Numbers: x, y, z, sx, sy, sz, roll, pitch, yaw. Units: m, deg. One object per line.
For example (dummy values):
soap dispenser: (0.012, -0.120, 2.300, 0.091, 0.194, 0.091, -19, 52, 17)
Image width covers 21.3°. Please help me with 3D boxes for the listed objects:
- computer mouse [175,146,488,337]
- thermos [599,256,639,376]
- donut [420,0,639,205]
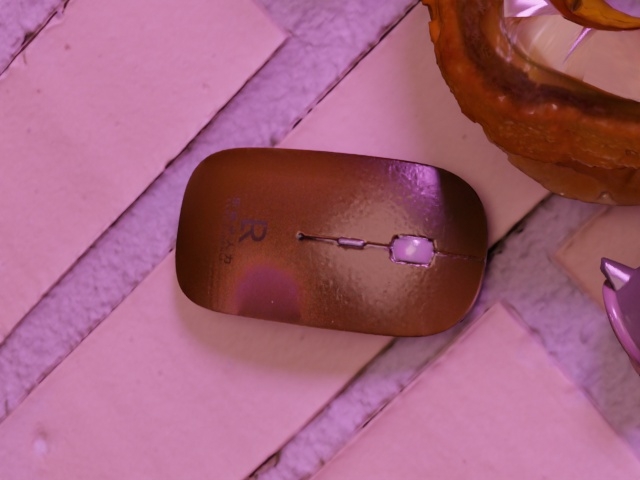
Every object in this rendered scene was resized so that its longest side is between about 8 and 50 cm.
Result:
computer mouse: (0.000, 0.000, 1.212, 0.245, 0.056, 0.126, 8, 87, 25)
thermos: (0.276, 0.031, 1.056, 0.193, 0.105, 0.137, -29, 103, 24)
donut: (0.199, -0.181, 1.079, 0.330, 0.160, 0.330, -4, 81, 25)
